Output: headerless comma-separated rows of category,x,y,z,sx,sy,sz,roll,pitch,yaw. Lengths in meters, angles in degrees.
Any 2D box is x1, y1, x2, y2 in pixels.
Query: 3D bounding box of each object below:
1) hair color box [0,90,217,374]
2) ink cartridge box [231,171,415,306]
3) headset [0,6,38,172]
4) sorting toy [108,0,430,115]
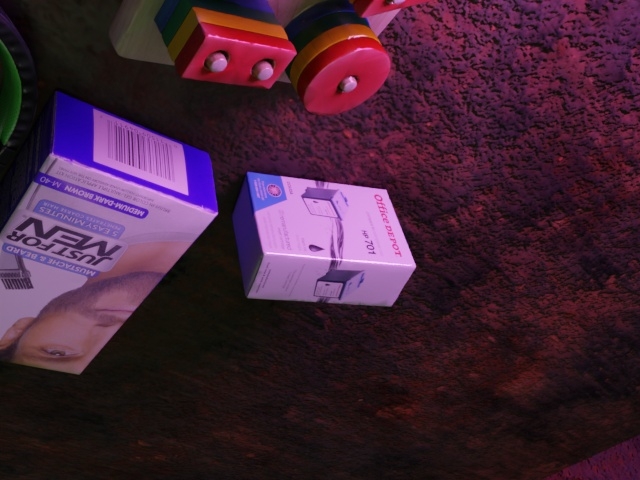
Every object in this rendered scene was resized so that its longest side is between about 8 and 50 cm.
hair color box,-0.287,0.013,0.796,0.185,0.110,0.339,20,130,-35
ink cartridge box,0.000,0.000,0.839,0.190,0.140,0.082,4,134,-21
headset,-0.410,-0.055,0.592,0.394,0.185,0.243,-44,149,11
sorting toy,0.005,-0.207,0.563,0.255,0.089,0.257,-4,149,-45
